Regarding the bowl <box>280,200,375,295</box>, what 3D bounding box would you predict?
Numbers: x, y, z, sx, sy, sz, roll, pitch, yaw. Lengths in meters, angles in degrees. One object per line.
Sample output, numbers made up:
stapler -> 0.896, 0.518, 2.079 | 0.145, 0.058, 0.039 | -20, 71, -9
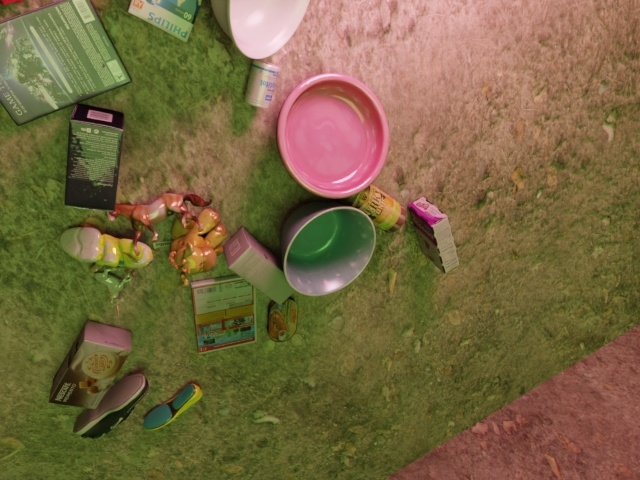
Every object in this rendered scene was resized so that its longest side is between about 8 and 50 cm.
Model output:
bowl -> 0.000, 0.000, 1.386 | 0.311, 0.163, 0.312 | -15, 127, -21

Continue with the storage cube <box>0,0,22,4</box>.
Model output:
storage cube -> -0.576, -0.570, 0.790 | 0.215, 0.184, 0.193 | -44, 125, 6

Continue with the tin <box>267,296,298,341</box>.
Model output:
tin -> -0.134, 0.277, 1.581 | 0.106, 0.040, 0.190 | -3, 120, -18

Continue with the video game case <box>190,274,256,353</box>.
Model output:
video game case -> -0.315, 0.244, 1.487 | 0.203, 0.025, 0.286 | -8, 121, -20

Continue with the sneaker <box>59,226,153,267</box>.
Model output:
sneaker -> -0.568, 0.031, 1.210 | 0.239, 0.126, 0.091 | 15, 78, 1

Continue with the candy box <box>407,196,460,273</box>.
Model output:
candy box -> 0.398, -0.018, 1.565 | 0.071, 0.159, 0.234 | -29, 127, -4

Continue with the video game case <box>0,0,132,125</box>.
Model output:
video game case -> -0.594, -0.395, 0.984 | 0.274, 0.026, 0.196 | -25, 126, -8

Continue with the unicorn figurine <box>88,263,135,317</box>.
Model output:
unicorn figurine -> -0.590, 0.120, 1.278 | 0.111, 0.060, 0.162 | -39, 110, 2

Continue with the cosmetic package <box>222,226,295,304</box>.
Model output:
cosmetic package -> -0.182, 0.083, 1.388 | 0.107, 0.127, 0.238 | -45, 128, 8

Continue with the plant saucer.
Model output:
plant saucer -> 0.030, -0.283, 1.237 | 0.331, 0.084, 0.333 | -2, 97, -22

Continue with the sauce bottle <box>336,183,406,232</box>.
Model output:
sauce bottle -> 0.122, -0.136, 1.402 | 0.344, 0.111, 0.112 | 26, 106, -31

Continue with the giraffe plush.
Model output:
giraffe plush -> -0.357, 0.029, 1.250 | 0.210, 0.170, 0.182 | -23, 126, -10

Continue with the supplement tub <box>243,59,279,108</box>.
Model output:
supplement tub -> -0.152, -0.402, 1.147 | 0.070, 0.071, 0.107 | 5, 116, -26

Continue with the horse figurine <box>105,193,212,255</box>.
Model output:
horse figurine -> -0.422, -0.067, 1.190 | 0.263, 0.174, 0.066 | -25, 145, -19

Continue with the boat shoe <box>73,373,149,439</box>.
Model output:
boat shoe -> -0.666, 0.546, 1.465 | 0.302, 0.114, 0.091 | -33, 127, 12

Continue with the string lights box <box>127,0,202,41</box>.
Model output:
string lights box -> -0.306, -0.588, 0.964 | 0.133, 0.077, 0.260 | 17, 111, -32

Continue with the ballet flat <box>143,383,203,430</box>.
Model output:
ballet flat -> -0.514, 0.598, 1.584 | 0.230, 0.077, 0.077 | -38, 143, -1

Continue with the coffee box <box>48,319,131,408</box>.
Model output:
coffee box -> -0.694, 0.378, 1.352 | 0.141, 0.098, 0.247 | 27, 105, -34

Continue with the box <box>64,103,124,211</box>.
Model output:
box -> -0.530, -0.194, 1.052 | 0.108, 0.153, 0.207 | 6, 115, -26

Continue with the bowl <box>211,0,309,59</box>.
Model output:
bowl -> -0.146, -0.568, 0.978 | 0.298, 0.134, 0.298 | -51, 164, -21
